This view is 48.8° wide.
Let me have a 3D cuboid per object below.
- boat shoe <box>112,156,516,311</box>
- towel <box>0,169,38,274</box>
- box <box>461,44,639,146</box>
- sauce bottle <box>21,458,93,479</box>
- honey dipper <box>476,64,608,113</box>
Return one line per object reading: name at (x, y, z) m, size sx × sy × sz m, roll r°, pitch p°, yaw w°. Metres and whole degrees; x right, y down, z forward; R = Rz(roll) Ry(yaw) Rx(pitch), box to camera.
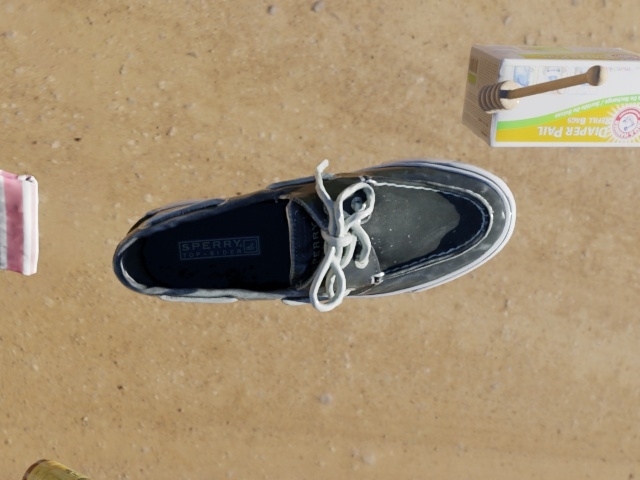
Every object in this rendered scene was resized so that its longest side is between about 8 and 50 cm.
boat shoe at (-0.001, -0.004, 0.531) m, size 0.306 × 0.105 × 0.113 m, roll -1°, pitch 97°, yaw 1°
towel at (-0.386, -0.039, 0.721) m, size 0.197 × 0.144 × 0.029 m, roll 15°, pitch 46°, yaw -9°
box at (0.293, -0.179, 0.866) m, size 0.203 × 0.114 × 0.103 m, roll -1°, pitch 114°, yaw -7°
sauce bottle at (-0.219, 0.235, 0.640) m, size 0.042 × 0.128 × 0.042 m, roll -20°, pitch 114°, yaw -53°
honey dipper at (0.205, -0.143, 0.665) m, size 0.030 × 0.160 × 0.030 m, roll -1°, pitch 93°, yaw -22°
